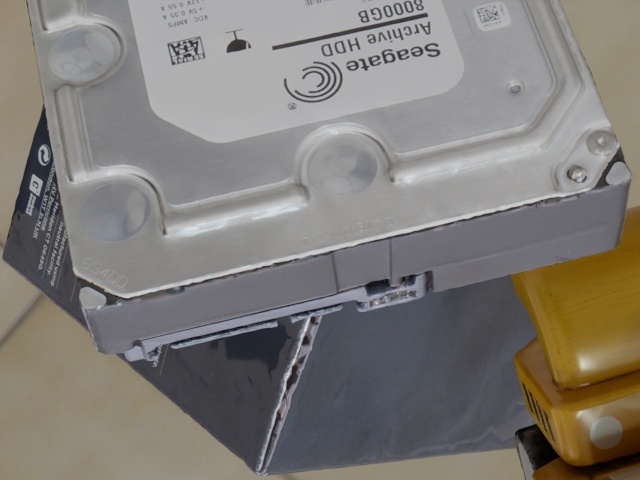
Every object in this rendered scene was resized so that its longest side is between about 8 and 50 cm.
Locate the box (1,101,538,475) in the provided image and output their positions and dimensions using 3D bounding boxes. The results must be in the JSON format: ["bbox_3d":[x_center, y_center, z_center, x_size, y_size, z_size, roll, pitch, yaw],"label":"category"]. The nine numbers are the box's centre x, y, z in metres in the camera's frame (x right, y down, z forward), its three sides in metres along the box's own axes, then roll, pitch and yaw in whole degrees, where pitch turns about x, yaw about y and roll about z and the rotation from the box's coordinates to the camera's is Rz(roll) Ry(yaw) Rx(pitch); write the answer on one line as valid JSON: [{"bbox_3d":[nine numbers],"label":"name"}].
[{"bbox_3d":[0.000,0.000,1.687,0.480,0.472,0.297,3,112,-45],"label":"box"}]

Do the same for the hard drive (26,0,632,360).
[{"bbox_3d":[-0.020,-0.122,0.728,0.237,0.064,0.339,-13,59,-3],"label":"hard drive"}]

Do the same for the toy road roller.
[{"bbox_3d":[0.237,0.111,1.093,0.202,0.329,0.241,-17,101,-1],"label":"toy road roller"}]
